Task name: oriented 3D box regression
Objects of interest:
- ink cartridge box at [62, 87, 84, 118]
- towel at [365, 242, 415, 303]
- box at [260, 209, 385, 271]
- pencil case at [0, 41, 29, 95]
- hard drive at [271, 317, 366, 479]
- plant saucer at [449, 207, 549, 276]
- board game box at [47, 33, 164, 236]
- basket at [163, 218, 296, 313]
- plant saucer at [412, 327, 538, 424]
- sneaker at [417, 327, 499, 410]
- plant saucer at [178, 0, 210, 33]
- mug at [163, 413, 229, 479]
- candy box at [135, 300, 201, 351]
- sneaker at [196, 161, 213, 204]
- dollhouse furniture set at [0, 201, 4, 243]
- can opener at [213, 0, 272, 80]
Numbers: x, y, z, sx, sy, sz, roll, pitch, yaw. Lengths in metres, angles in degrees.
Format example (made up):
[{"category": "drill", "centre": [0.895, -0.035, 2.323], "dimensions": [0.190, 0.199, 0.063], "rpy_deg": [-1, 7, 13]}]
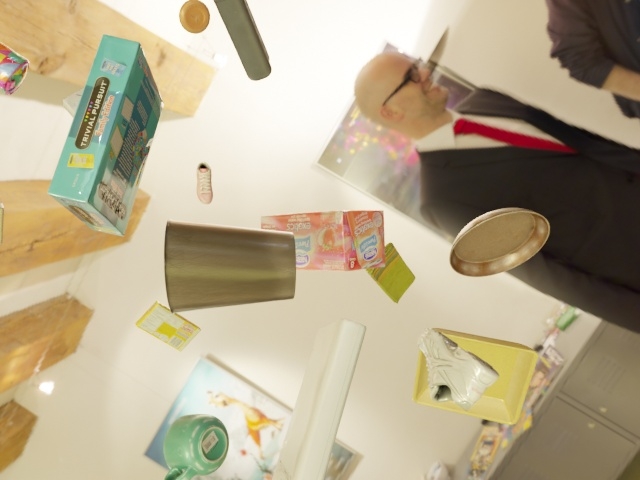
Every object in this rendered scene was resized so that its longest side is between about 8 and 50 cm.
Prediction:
[{"category": "ink cartridge box", "centre": [-0.567, -0.305, 1.419], "dimensions": [0.097, 0.207, 0.046], "rpy_deg": [-43, 9, -26]}, {"category": "towel", "centre": [0.203, 0.096, 1.499], "dimensions": [0.102, 0.021, 0.237], "rpy_deg": [-49, -37, -4]}, {"category": "box", "centre": [0.000, 0.000, 1.345], "dimensions": [0.154, 0.300, 0.142], "rpy_deg": [-3, -89, -46]}, {"category": "pencil case", "centre": [-0.775, -0.423, 1.188], "dimensions": [0.104, 0.236, 0.104], "rpy_deg": [-49, 21, 27]}, {"category": "hard drive", "centre": [-0.018, 0.312, 0.877], "dimensions": [0.233, 0.047, 0.353], "rpy_deg": [127, 162, -73]}, {"category": "plant saucer", "centre": [0.291, 0.000, 0.890], "dimensions": [0.168, 0.168, 0.029], "rpy_deg": [117, 150, -44]}, {"category": "board game box", "centre": [-0.430, -0.205, 1.119], "dimensions": [0.254, 0.079, 0.336], "rpy_deg": [111, 172, -75]}, {"category": "basket", "centre": [-0.163, 0.049, 1.006], "dimensions": [0.204, 0.226, 0.154], "rpy_deg": [100, 167, -49]}, {"category": "plant saucer", "centre": [0.471, 0.407, 1.680], "dimensions": [0.081, 0.332, 0.333], "rpy_deg": [-62, -23, -53]}, {"category": "sneaker", "centre": [0.234, 0.248, 1.036], "dimensions": [0.115, 0.090, 0.232], "rpy_deg": [-56, 15, -2]}, {"category": "plant saucer", "centre": [-0.320, -0.571, 1.376], "dimensions": [0.083, 0.013, 0.083], "rpy_deg": [-20, -53, -28]}, {"category": "mug", "centre": [-0.267, 0.466, 1.192], "dimensions": [0.097, 0.129, 0.158], "rpy_deg": [-17, 62, 37]}, {"category": "candy box", "centre": [-0.511, 0.292, 1.818], "dimensions": [0.105, 0.027, 0.206], "rpy_deg": [-48, -50, -4]}, {"category": "sneaker", "centre": [-0.363, -0.183, 1.678], "dimensions": [0.070, 0.051, 0.134], "rpy_deg": [110, 154, -64]}, {"category": "dollhouse furniture set", "centre": [-0.893, -0.056, 1.328], "dimensions": [0.182, 0.161, 0.101], "rpy_deg": [1, -72, -35]}, {"category": "can opener", "centre": [-0.168, -0.377, 0.850], "dimensions": [0.283, 0.095, 0.076], "rpy_deg": [66, -172, -47]}]
